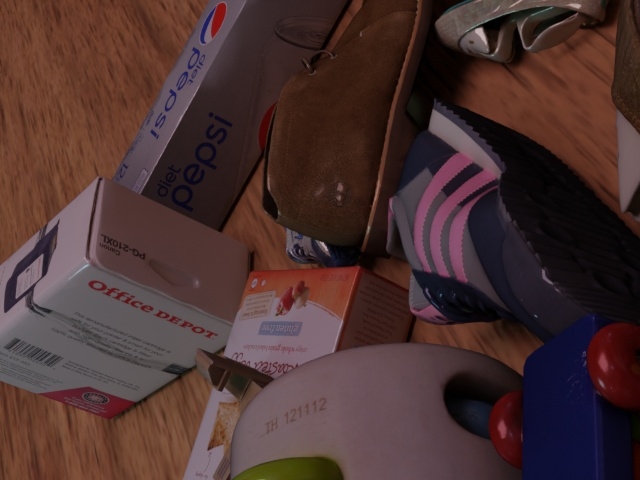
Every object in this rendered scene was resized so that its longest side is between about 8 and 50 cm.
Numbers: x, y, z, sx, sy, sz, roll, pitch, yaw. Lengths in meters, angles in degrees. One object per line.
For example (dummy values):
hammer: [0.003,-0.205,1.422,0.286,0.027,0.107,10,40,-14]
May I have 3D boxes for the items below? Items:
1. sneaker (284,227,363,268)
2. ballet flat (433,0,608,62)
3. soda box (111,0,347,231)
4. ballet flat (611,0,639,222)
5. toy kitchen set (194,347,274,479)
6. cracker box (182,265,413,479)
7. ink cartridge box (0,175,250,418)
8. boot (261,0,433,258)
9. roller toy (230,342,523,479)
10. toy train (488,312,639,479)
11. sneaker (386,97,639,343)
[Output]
sneaker: [0.000,0.000,1.027,0.058,0.052,0.135,-64,22,19]
ballet flat: [0.144,-0.162,0.916,0.168,0.057,0.052,-17,64,51]
soda box: [-0.091,-0.150,1.218,0.286,0.098,0.091,-60,30,6]
ballet flat: [0.227,-0.026,0.661,0.342,0.116,0.124,-109,33,-45]
toy kitchen set: [-0.071,0.126,0.880,0.075,0.068,0.083,-62,32,1]
cracker box: [-0.025,0.138,0.935,0.155,0.067,0.232,-5,64,55]
ink cartridge box: [-0.201,0.062,1.154,0.237,0.172,0.100,-34,42,40]
boot: [0.025,-0.138,0.994,0.112,0.115,0.305,102,179,-62]
roller toy: [0.044,0.154,0.702,0.209,0.191,0.146,86,180,-51]
toy train: [0.159,0.167,0.553,0.105,0.143,0.248,132,151,-51]
sneaker: [0.114,0.018,0.767,0.131,0.112,0.319,-63,15,17]
